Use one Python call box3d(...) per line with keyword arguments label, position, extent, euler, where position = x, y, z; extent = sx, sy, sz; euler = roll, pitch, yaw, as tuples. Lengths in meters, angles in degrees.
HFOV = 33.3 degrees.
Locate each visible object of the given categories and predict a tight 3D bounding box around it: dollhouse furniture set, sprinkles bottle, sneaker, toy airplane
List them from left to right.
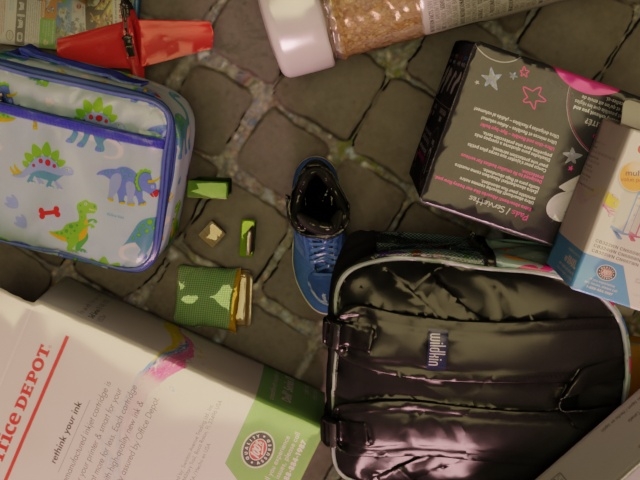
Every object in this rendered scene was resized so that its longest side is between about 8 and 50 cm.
box3d(label="toy airplane", position=(-0.171, -0.155, 0.984), extent=(0.151, 0.028, 0.151), euler=(1, 109, 4))
box3d(label="dollhouse furniture set", position=(-0.101, 0.017, 1.005), extent=(0.076, 0.058, 0.152), euler=(4, 98, 1))
box3d(label="sneaker", position=(-0.001, 0.000, 0.987), extent=(0.058, 0.084, 0.152), euler=(-2, 98, 1))
box3d(label="sprinkles bottle", position=(0.121, -0.244, 0.931), extent=(0.355, 0.121, 0.121), euler=(-15, 98, 3))

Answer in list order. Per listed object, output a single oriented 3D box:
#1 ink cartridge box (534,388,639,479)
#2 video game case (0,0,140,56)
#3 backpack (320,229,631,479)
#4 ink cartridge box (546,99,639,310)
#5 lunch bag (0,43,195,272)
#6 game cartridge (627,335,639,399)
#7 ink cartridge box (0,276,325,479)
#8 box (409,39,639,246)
box3d(label="ink cartridge box", position=(0.289, 0.233, 0.920), extent=(0.275, 0.060, 0.239), euler=(-43, 128, 6))
box3d(label="video game case", position=(-0.250, -0.238, 0.994), extent=(0.166, 0.015, 0.119), euler=(6, 98, 0))
box3d(label="backpack", position=(0.137, 0.102, 0.944), extent=(0.253, 0.191, 0.225), euler=(3, 106, 8))
box3d(label="ink cartridge box", position=(0.246, -0.026, 0.811), extent=(0.092, 0.090, 0.143), euler=(18, 102, -2))
box3d(label="lunch bag", position=(-0.230, -0.076, 0.963), extent=(0.219, 0.090, 0.176), euler=(15, 108, 5))
box3d(label="game cartridge", position=(0.390, 0.244, 1.037), extent=(0.323, 0.053, 0.285), euler=(7, 98, -2))
box3d(label="ink cartridge box", position=(-0.195, 0.172, 0.999), extent=(0.353, 0.119, 0.207), euler=(25, 99, -3))
box3d(label="box", position=(0.216, -0.068, 0.934), extent=(0.247, 0.163, 0.142), euler=(19, 101, -2))
